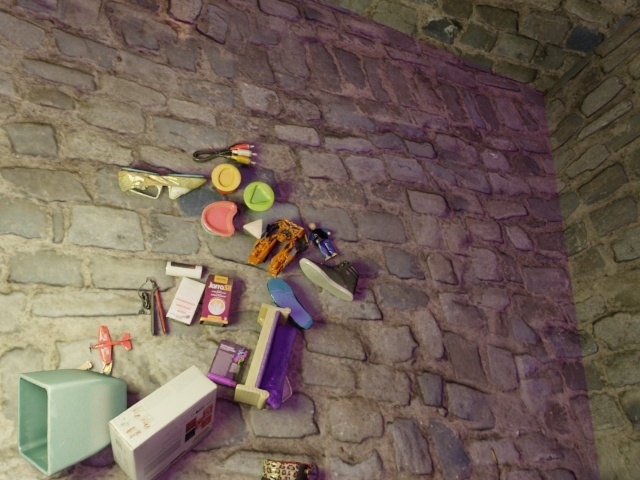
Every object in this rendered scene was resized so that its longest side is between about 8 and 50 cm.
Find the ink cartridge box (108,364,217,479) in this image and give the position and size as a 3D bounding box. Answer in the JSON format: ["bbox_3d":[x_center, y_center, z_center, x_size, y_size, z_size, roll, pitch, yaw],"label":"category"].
[{"bbox_3d":[-0.504,0.613,1.413,0.130,0.271,0.309,31,37,26],"label":"ink cartridge box"}]

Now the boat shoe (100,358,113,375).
[{"bbox_3d":[-0.750,0.462,1.502,0.035,0.035,0.100,21,62,-13],"label":"boat shoe"}]

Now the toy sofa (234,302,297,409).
[{"bbox_3d":[-0.189,0.434,1.624,0.177,0.150,0.362,16,51,-3],"label":"toy sofa"}]

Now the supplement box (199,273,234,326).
[{"bbox_3d":[-0.410,0.239,1.707,0.104,0.081,0.188,12,64,-17],"label":"supplement box"}]

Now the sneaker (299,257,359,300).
[{"bbox_3d":[0.048,0.135,1.930,0.296,0.104,0.147,35,58,-12],"label":"sneaker"}]

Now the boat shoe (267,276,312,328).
[{"bbox_3d":[-0.140,0.273,1.802,0.109,0.089,0.258,-31,81,-21],"label":"boat shoe"}]

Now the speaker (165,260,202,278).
[{"bbox_3d":[-0.543,0.119,1.720,0.136,0.055,0.055,10,65,-18],"label":"speaker"}]

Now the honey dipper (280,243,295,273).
[{"bbox_3d":[-0.148,0.075,1.914,0.030,0.030,0.160,28,58,-9],"label":"honey dipper"}]

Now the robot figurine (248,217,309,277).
[{"bbox_3d":[-0.173,0.016,1.871,0.211,0.085,0.291,28,52,8],"label":"robot figurine"}]

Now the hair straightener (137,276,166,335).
[{"bbox_3d":[-0.646,0.249,1.627,0.089,0.047,0.230,-8,72,-25],"label":"hair straightener"}]

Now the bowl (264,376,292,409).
[{"bbox_3d":[-0.196,0.567,1.672,0.142,0.053,0.142,-21,78,-27],"label":"bowl"}]

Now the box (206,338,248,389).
[{"bbox_3d":[-0.357,0.475,1.660,0.116,0.029,0.162,24,63,-12],"label":"box"}]

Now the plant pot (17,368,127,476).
[{"bbox_3d":[-0.752,0.523,1.337,0.252,0.248,0.247,0,88,-52],"label":"plant pot"}]

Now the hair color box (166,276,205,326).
[{"bbox_3d":[-0.524,0.238,1.679,0.093,0.053,0.167,23,61,-13],"label":"hair color box"}]

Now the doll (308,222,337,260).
[{"bbox_3d":[0.000,0.000,1.994,0.129,0.046,0.189,-25,80,-30],"label":"doll"}]

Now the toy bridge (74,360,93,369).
[{"bbox_3d":[-0.858,0.470,1.440,0.188,0.063,0.026,-35,84,-30],"label":"toy bridge"}]

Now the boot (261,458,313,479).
[{"bbox_3d":[-0.064,0.946,1.524,0.377,0.138,0.284,13,64,-11],"label":"boot"}]

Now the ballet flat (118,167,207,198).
[{"bbox_3d":[-0.654,-0.229,1.800,0.349,0.123,0.123,3,68,-22],"label":"ballet flat"}]

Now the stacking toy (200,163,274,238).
[{"bbox_3d":[-0.364,-0.144,1.873,0.280,0.130,0.309,18,74,-14],"label":"stacking toy"}]

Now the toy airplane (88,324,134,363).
[{"bbox_3d":[-0.747,0.367,1.546,0.151,0.028,0.151,8,52,-11],"label":"toy airplane"}]

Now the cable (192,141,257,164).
[{"bbox_3d":[-0.438,-0.411,1.977,0.287,0.072,0.139,2,63,-21],"label":"cable"}]
